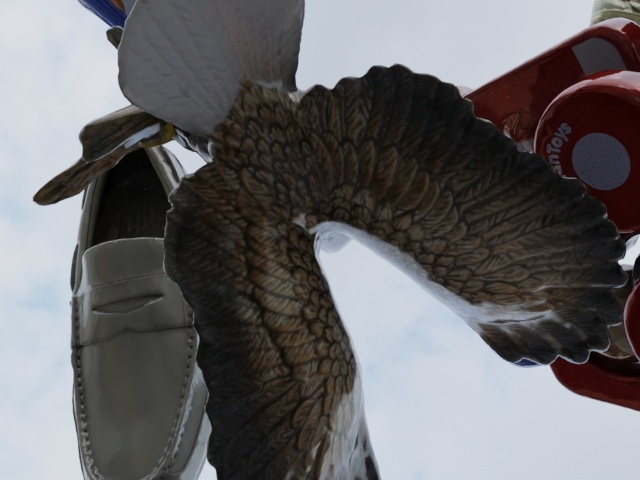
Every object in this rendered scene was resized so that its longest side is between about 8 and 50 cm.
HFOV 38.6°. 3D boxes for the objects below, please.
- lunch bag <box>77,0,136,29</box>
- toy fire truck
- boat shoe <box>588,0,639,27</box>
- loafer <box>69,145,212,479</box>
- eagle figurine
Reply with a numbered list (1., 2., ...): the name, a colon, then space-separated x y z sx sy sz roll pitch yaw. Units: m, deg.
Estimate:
1. lunch bag: -0.176 -0.271 0.855 0.115 0.243 0.303 -44 -134 10
2. toy fire truck: 0.207 -0.003 0.669 0.254 0.169 0.302 -23 -82 49
3. boat shoe: 0.307 -0.180 0.776 0.153 0.056 0.048 12 -106 8
4. loafer: -0.138 0.045 0.669 0.112 0.319 0.111 -14 -41 2
5. eagle figurine: 0.006 -0.001 0.525 0.298 0.225 0.226 51 -52 18
